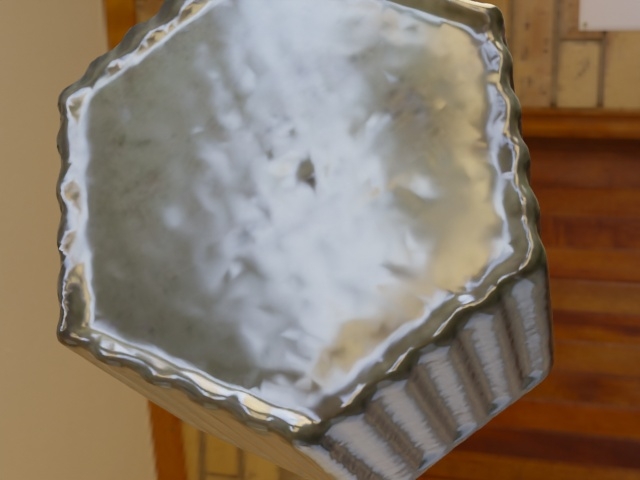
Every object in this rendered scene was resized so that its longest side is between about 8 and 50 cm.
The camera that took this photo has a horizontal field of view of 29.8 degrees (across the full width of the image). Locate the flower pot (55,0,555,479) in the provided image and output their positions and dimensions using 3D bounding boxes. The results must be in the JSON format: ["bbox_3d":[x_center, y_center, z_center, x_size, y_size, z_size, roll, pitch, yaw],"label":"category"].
[{"bbox_3d":[0.000,0.000,0.584,0.189,0.209,0.239,57,-154,-69],"label":"flower pot"}]
